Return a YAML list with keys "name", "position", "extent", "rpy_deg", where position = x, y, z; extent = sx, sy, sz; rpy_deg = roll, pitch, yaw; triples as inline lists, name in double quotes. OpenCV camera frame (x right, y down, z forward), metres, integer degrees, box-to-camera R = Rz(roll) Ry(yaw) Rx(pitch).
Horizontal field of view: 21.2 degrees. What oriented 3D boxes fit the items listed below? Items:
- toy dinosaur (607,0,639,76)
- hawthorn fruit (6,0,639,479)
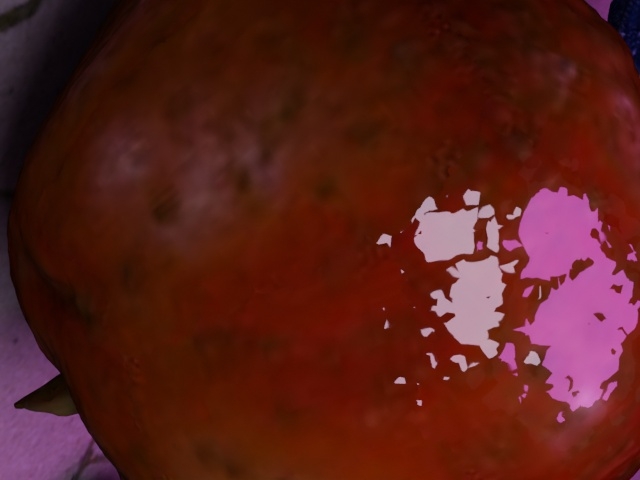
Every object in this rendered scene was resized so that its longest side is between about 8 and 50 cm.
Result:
- name: "toy dinosaur"
  position: [0.272, -0.163, 1.441]
  extent: [0.363, 0.076, 0.147]
  rpy_deg: [-64, 144, -27]
- name: "hawthorn fruit"
  position: [0.000, 0.000, 0.956]
  extent: [0.403, 0.403, 0.403]
  rpy_deg: [-40, 146, -35]
